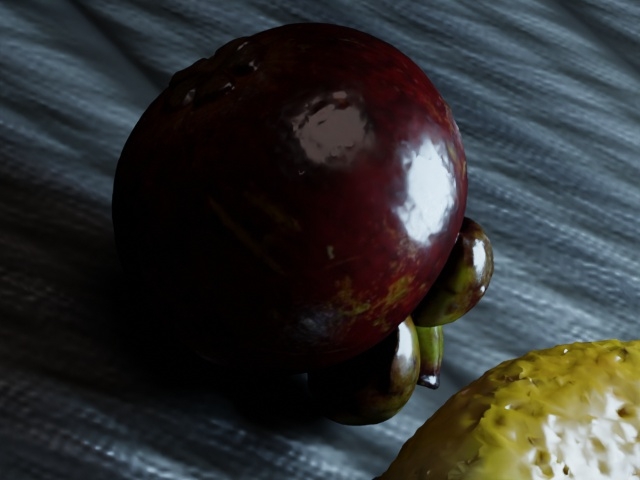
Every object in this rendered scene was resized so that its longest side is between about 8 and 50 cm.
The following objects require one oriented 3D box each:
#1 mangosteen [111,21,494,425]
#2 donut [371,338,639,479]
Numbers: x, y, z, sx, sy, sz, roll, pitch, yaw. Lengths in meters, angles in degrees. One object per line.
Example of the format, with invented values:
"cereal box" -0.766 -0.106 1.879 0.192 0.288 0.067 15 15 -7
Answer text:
"mangosteen" 0.000 0.000 1.134 0.257 0.215 0.215 56 31 -22
"donut" 0.187 0.230 0.994 0.377 0.163 0.435 3 45 -27
